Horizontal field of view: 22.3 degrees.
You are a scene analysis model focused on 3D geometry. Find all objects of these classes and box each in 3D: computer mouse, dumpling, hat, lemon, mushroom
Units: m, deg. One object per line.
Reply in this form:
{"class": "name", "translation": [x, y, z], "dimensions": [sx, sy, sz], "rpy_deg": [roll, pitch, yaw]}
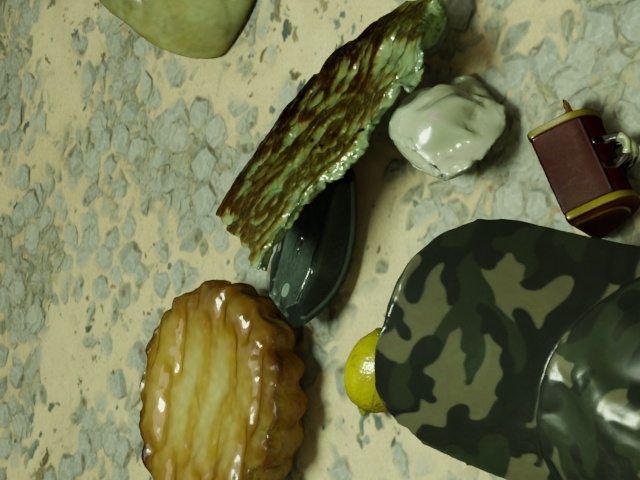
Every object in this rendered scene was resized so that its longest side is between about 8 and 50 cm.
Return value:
{"class": "computer mouse", "translation": [0.003, 0.001, 2.062], "dimensions": [0.126, 0.071, 0.231], "rpy_deg": [7, 80, 64]}
{"class": "dumpling", "translation": [0.146, -0.138, 1.890], "dimensions": [0.127, 0.108, 0.188], "rpy_deg": [-51, 28, 3]}
{"class": "hat", "translation": [0.256, 0.146, 1.582], "dimensions": [0.257, 0.381, 0.366], "rpy_deg": [-125, 46, -73]}
{"class": "lemon", "translation": [0.069, 0.162, 1.951], "dimensions": [0.082, 0.082, 0.111], "rpy_deg": [27, 110, 48]}
{"class": "mushroom", "translation": [-0.216, -0.433, 2.284], "dimensions": [0.217, 0.212, 0.292], "rpy_deg": [-59, 39, 38]}

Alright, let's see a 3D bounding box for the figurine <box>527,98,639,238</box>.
{"class": "figurine", "translation": [0.290, -0.090, 1.732], "dimensions": [0.098, 0.082, 0.154], "rpy_deg": [-33, 60, 27]}

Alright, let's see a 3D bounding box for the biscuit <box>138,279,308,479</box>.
{"class": "biscuit", "translation": [-0.125, 0.214, 2.159], "dimensions": [0.326, 0.107, 0.326], "rpy_deg": [-12, 73, 47]}

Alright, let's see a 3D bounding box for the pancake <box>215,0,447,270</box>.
{"class": "pancake", "translation": [0.017, -0.135, 1.984], "dimensions": [0.427, 0.067, 0.305], "rpy_deg": [-49, 22, 19]}

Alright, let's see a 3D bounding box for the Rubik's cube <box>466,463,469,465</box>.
{"class": "Rubik's cube", "translation": [0.210, 0.190, 1.771], "dimensions": [0.092, 0.092, 0.092], "rpy_deg": [-32, 61, 43]}
